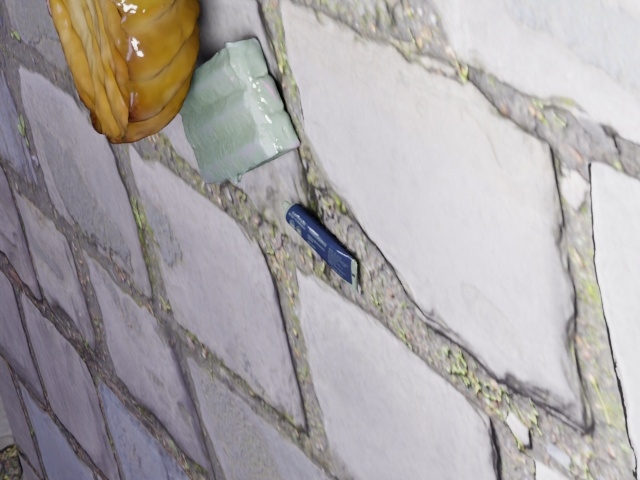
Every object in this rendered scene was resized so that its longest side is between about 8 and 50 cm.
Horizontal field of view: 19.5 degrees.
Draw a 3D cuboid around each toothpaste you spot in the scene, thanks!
[{"bbox_3d":[0.000,0.000,1.726,0.140,0.021,0.037,46,150,45],"label":"toothpaste"}]

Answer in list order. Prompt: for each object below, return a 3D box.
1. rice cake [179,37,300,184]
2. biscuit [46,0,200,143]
[{"bbox_3d":[-0.088,-0.119,1.803,0.127,0.043,0.237,69,161,-1],"label":"rice cake"},{"bbox_3d":[-0.199,-0.254,1.794,0.326,0.107,0.325,166,90,-71],"label":"biscuit"}]
